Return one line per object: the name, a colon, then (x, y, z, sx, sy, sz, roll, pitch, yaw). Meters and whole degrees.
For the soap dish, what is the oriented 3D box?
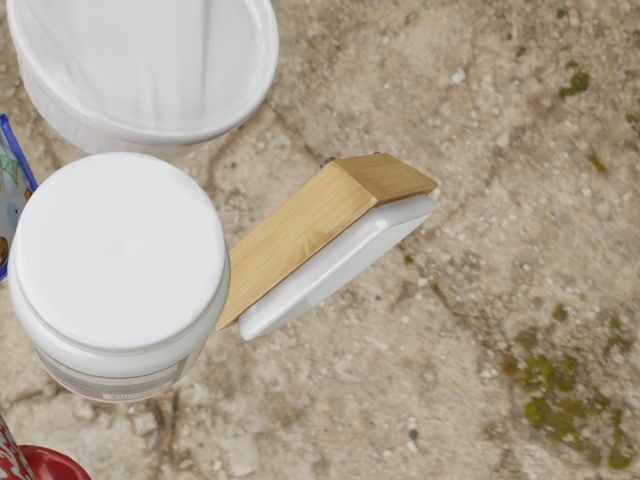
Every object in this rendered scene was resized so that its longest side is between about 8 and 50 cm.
soap dish: (0.000, 0.000, 1.188, 0.291, 0.229, 0.118, -39, 81, 26)

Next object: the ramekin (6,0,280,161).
ramekin: (-0.188, -0.203, 0.928, 0.127, 0.272, 0.273, 141, 132, -60)

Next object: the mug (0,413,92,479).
mug: (-0.191, 0.137, 0.486, 0.169, 0.150, 0.113, 26, 123, 50)

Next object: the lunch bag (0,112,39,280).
lunch bag: (-0.626, 0.016, 1.309, 0.327, 0.239, 0.385, -16, 27, 16)

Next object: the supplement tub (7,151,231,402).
supplement tub: (-0.188, 0.044, 0.839, 0.191, 0.272, 0.191, 4, 72, -12)
